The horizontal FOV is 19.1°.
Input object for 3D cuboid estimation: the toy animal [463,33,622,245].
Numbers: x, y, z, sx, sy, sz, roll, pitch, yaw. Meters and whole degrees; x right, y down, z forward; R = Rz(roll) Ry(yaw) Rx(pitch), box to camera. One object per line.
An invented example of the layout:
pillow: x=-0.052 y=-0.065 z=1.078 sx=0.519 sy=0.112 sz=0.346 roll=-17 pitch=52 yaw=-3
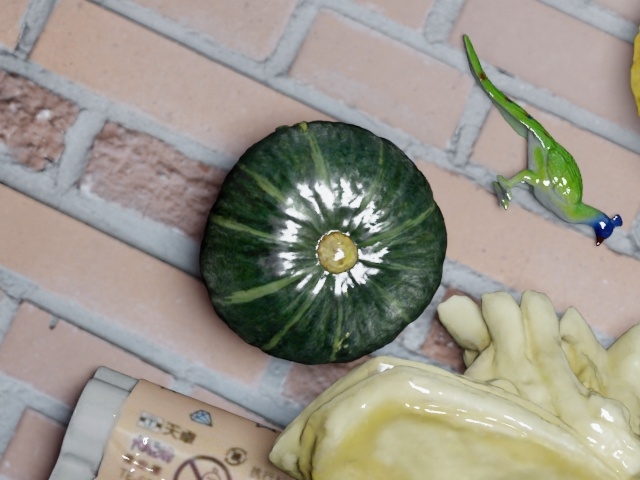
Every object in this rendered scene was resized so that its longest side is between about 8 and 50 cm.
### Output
toy animal: x=0.168 y=-0.076 z=1.652 sx=0.075 sy=0.041 sz=0.217 roll=-39 pitch=86 yaw=-15

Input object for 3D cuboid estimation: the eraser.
eraser: x=-0.089 y=0.236 z=1.652 sx=0.290 sy=0.087 sz=0.171 roll=20 pitch=89 yaw=3

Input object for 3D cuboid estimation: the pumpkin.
pumpkin: x=0.001 y=0.002 z=1.613 sx=0.212 sy=0.152 sz=0.211 roll=0 pitch=90 yaw=-15

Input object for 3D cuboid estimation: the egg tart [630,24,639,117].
egg tart: x=0.402 y=-0.129 z=1.580 sx=0.288 sy=0.118 sz=0.288 roll=-3 pitch=69 yaw=7

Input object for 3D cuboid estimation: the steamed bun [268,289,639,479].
steamed bun: x=0.191 y=0.180 z=1.589 sx=0.428 sy=0.189 sz=0.247 roll=28 pitch=116 yaw=-10
